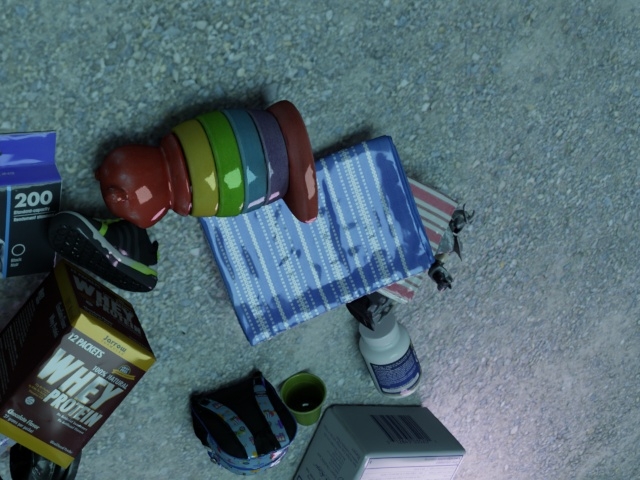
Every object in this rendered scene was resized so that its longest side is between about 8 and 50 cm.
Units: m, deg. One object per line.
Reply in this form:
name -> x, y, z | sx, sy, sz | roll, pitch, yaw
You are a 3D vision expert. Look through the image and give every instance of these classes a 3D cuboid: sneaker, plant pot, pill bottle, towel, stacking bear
sneaker -> -0.303, -0.005, 1.588 | 0.235, 0.084, 0.097 | 49, 47, -58
plant pot -> -0.027, 0.295, 2.017 | 0.083, 0.083, 0.079 | -28, 145, -15
pill bottle -> 0.124, 0.205, 2.039 | 0.094, 0.094, 0.169 | -33, 135, -11
towel -> 0.125, -0.010, 1.846 | 0.144, 0.029, 0.197 | 27, 87, -12
towel -> 0.000, 0.000, 1.761 | 0.336, 0.040, 0.243 | -23, 108, -11
stacking bear -> -0.168, -0.096, 1.576 | 0.289, 0.175, 0.164 | -13, 125, -18

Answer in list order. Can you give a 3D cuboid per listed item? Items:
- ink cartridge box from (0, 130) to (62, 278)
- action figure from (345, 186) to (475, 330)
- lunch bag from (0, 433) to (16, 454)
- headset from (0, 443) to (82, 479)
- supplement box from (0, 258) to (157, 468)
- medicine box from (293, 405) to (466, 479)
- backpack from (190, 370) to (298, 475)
ink cartridge box -> -0.450, -0.040, 1.490 | 0.206, 0.045, 0.208 | -8, 124, -31
action figure -> 0.161, 0.028, 1.932 | 0.285, 0.099, 0.185 | -35, 118, -16
lunch bag -> -0.465, 0.259, 1.578 | 0.071, 0.083, 0.053 | -39, 164, -18
headset -> -0.460, 0.357, 1.674 | 0.243, 0.185, 0.394 | -19, 119, -23
supplement box -> -0.350, 0.163, 1.526 | 0.129, 0.191, 0.194 | 38, 95, -29
medicine box -> 0.095, 0.480, 2.182 | 0.263, 0.149, 0.289 | 7, 117, -38
backpack -> -0.122, 0.328, 1.899 | 0.158, 0.173, 0.117 | -19, 130, -24
